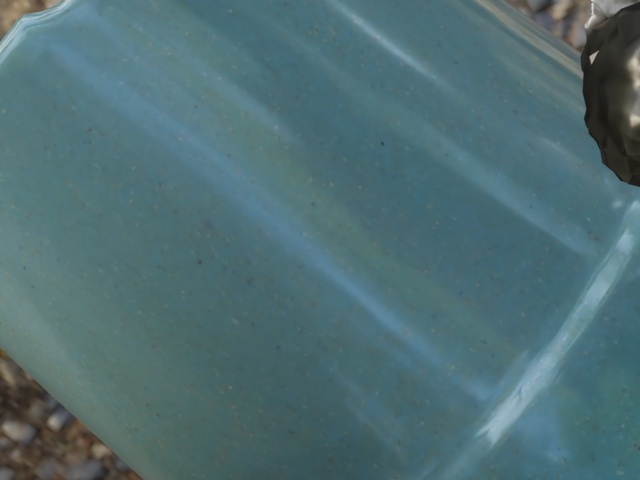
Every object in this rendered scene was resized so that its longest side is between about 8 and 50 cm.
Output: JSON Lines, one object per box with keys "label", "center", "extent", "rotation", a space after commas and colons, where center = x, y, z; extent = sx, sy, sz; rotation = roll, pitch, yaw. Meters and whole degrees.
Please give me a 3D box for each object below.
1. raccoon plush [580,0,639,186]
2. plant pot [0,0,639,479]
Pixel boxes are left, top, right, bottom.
{"label": "raccoon plush", "center": [0.277, -0.075, 0.437], "extent": [0.299, 0.446, 0.216], "rotation": [29, 115, 48]}
{"label": "plant pot", "center": [0.000, 0.000, 0.851], "extent": [0.334, 0.341, 0.341], "rotation": [38, 81, -7]}
